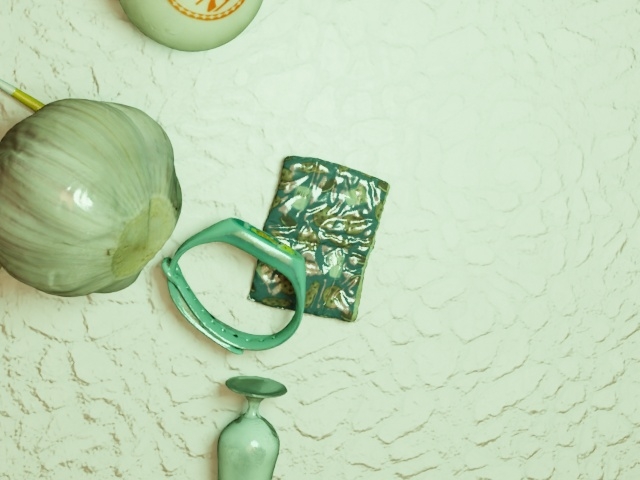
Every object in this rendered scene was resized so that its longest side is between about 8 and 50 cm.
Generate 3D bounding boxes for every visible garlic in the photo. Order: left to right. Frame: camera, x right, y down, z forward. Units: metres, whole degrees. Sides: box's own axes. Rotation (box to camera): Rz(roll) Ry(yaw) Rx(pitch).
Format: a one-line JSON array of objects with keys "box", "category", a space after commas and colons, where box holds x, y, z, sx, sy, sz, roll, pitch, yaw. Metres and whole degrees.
[{"box": [-0.344, -0.067, 1.352, 0.259, 0.317, 0.317, 25, 92, 23], "category": "garlic"}]

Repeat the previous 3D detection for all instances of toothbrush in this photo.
[{"box": [-0.446, -0.213, 1.449, 0.288, 0.024, 0.021, 33, 92, -16], "category": "toothbrush"}]

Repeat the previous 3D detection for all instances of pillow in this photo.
[{"box": [-0.001, -0.002, 1.564, 0.189, 0.034, 0.256, 14, 96, -11], "category": "pillow"}]

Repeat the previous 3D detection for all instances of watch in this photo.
[{"box": [-0.133, 0.069, 1.512, 0.237, 0.068, 0.195, 30, 103, -11], "category": "watch"}]

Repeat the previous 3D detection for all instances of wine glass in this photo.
[{"box": [-0.117, 0.344, 1.547, 0.103, 0.103, 0.231, 5, 100, -12], "category": "wine glass"}]

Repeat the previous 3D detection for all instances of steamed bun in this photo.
[{"box": [-0.185, -0.391, 1.400, 0.231, 0.145, 0.232, -6, 108, -17], "category": "steamed bun"}]
